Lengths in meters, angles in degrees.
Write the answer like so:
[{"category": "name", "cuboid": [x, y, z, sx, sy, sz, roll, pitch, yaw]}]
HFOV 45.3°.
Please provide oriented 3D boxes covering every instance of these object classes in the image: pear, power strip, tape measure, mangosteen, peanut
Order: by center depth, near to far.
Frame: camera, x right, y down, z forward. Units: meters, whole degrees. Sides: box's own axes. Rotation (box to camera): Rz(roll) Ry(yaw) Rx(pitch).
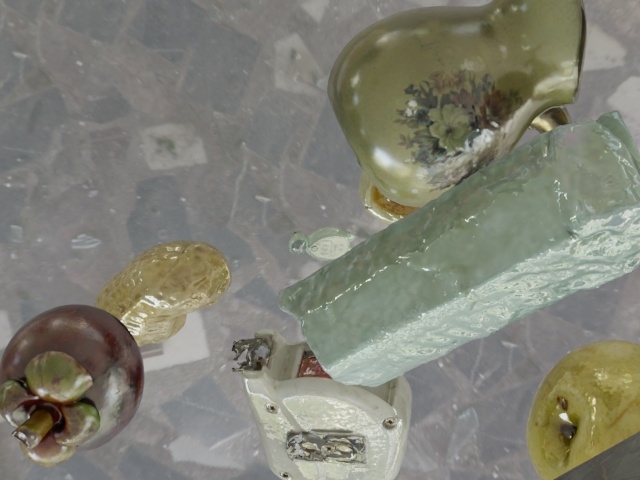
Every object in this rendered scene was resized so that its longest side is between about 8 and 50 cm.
[{"category": "mangosteen", "cuboid": [-0.297, 0.172, 0.898, 0.200, 0.200, 0.199, 0, 90, 4]}, {"category": "power strip", "cuboid": [0.000, 0.000, 0.970, 0.083, 0.035, 0.055, -2, 132, -13]}, {"category": "tape measure", "cuboid": [0.008, 0.268, 1.184, 0.265, 0.130, 0.258, 0, 126, 14]}, {"category": "pear", "cuboid": [0.491, 0.309, 1.212, 0.310, 0.309, 0.309, 0, 90, 4]}, {"category": "peanut", "cuboid": [-0.275, 0.092, 1.307, 0.325, 0.140, 0.153, -26, 105, 36]}]

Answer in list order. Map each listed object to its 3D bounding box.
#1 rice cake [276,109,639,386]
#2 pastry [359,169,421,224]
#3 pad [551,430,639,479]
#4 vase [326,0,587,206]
[{"category": "rice cake", "cuboid": [0.074, 0.014, 0.398, 0.206, 0.063, 0.069, -34, 50, 27]}, {"category": "pastry", "cuboid": [0.149, -0.101, 1.413, 0.157, 0.092, 0.156, 2, 106, 8]}, {"category": "pad", "cuboid": [0.354, 0.146, 0.612, 0.368, 0.247, 0.007, -27, 86, -2]}, {"category": "vase", "cuboid": [0.198, -0.160, 0.956, 0.302, 0.240, 0.329, -30, 116, 13]}]
